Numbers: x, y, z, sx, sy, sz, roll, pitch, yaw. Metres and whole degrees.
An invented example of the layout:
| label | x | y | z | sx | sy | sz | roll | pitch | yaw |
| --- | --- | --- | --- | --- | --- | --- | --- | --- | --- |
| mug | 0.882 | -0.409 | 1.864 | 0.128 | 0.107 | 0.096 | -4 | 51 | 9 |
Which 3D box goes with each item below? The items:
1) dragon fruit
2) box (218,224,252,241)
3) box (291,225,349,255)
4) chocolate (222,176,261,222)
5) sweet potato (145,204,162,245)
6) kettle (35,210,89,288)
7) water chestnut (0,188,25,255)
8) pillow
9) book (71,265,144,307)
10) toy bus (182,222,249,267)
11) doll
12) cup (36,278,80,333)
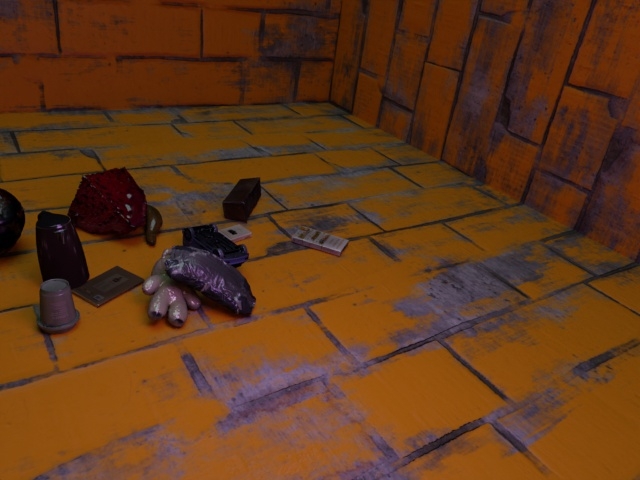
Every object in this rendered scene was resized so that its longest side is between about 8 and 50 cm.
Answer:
| label | x | y | z | sx | sy | sz | roll | pitch | yaw |
| --- | --- | --- | --- | --- | --- | --- | --- | --- | --- |
| dragon fruit | -0.830 | -0.129 | 2.066 | 0.330 | 0.302 | 0.240 | 40 | -4 | 26 |
| box | -0.377 | -0.022 | 2.195 | 0.166 | 0.024 | 0.090 | -20 | 40 | -41 |
| box | 0.000 | 0.001 | 2.247 | 0.220 | 0.032 | 0.122 | 16 | 30 | 14 |
| chocolate | -0.359 | -0.195 | 2.434 | 0.111 | 0.112 | 0.321 | 3 | 28 | 6 |
| sweet potato | -0.710 | -0.086 | 2.176 | 0.108 | 0.079 | 0.346 | -34 | 45 | -14 |
| kettle | -0.869 | 0.021 | 1.756 | 0.144 | 0.232 | 0.202 | -17 | 31 | -34 |
| water chestnut | -1.191 | -0.050 | 1.827 | 0.299 | 0.300 | 0.300 | 7 | 29 | -4 |
| pillow | -0.353 | 0.131 | 1.740 | 0.335 | 0.092 | 0.162 | 33 | 40 | -18 |
| book | -0.721 | 0.153 | 1.794 | 0.138 | 0.016 | 0.198 | 22 | 32 | 23 |
| toy bus | -0.395 | 0.042 | 1.964 | 0.125 | 0.133 | 0.292 | -13 | 32 | -43 |
| doll | -0.499 | 0.172 | 1.741 | 0.149 | 0.175 | 0.278 | -26 | 35 | 15 |
| cup | -0.787 | 0.193 | 1.574 | 0.119 | 0.141 | 0.120 | 5 | 28 | -2 |
